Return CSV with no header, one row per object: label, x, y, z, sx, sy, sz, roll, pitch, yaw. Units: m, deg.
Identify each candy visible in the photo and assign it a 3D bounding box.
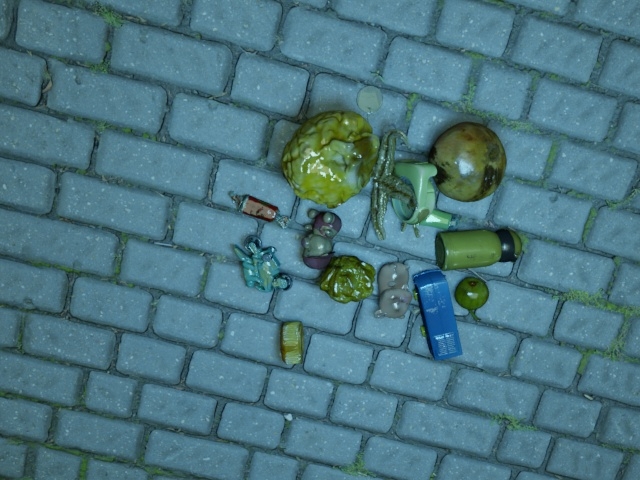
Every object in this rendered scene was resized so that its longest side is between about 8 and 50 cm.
candy,-0.264,-0.134,1.903,0.291,0.059,0.086,21,98,-5

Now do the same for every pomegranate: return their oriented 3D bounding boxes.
pomegranate,0.591,-0.313,1.768,0.321,0.322,0.323,0,100,-1

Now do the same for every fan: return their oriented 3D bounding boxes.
fan,0.206,-0.565,1.857,0.113,0.005,0.176,3,99,-2

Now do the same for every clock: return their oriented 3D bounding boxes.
clock,0.384,-0.174,1.824,0.096,0.235,0.309,-8,107,-21

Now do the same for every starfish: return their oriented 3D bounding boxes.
starfish,0.290,-0.220,1.801,0.082,0.323,0.433,-11,91,-31

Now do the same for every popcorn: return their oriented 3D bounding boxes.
popcorn,0.041,-0.328,1.744,0.389,0.344,0.355,-10,56,7

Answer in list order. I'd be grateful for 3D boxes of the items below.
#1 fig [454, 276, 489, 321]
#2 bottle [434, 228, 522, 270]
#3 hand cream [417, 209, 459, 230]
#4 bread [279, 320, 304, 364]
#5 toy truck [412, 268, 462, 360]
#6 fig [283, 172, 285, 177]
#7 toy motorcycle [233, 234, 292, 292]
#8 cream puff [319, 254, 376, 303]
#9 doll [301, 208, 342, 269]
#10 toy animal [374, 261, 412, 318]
fig,0.676,0.249,1.955,0.147,0.186,0.142,25,69,24
bottle,0.685,0.034,1.891,0.350,0.171,0.172,-5,100,-2
hand cream,0.519,-0.092,1.927,0.174,0.046,0.095,14,101,4
bread,-0.130,0.462,1.973,0.113,0.132,0.191,-6,98,2
toy truck,0.519,0.326,1.940,0.160,0.162,0.386,-14,99,3
fig,-0.120,-0.282,1.873,0.087,0.074,0.074,-2,101,24
toy motorcycle,-0.265,0.121,1.934,0.198,0.109,0.297,-29,101,15
cream puff,0.115,0.162,1.870,0.243,0.244,0.196,22,100,-4
doll,-0.004,-0.001,1.867,0.152,0.196,0.256,15,93,-4
toy animal,0.320,0.220,1.924,0.166,0.154,0.251,6,82,-12
